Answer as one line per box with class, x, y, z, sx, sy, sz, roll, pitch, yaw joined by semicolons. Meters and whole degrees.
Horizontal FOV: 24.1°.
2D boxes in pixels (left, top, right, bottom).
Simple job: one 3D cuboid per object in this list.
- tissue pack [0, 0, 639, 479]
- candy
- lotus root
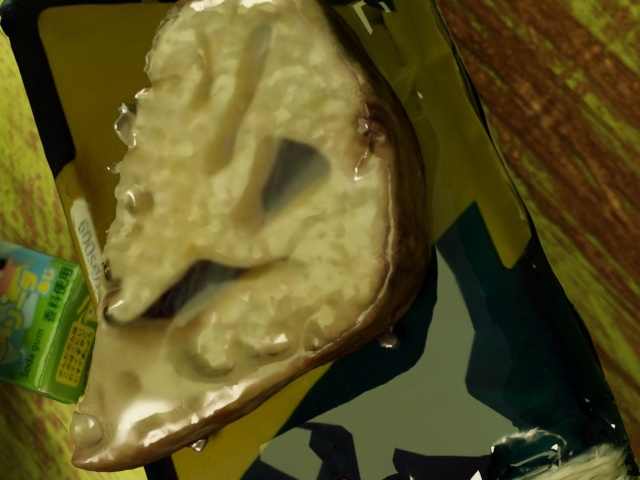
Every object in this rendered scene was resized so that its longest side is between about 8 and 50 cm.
tissue pack;0.000;0.000;0.925;0.264;0.253;0.416;-23;69;10
candy;-0.254;0.044;1.092;0.194;0.062;0.097;16;82;21
lotus root;-0.030;-0.008;0.762;0.170;0.074;0.260;2;77;16
